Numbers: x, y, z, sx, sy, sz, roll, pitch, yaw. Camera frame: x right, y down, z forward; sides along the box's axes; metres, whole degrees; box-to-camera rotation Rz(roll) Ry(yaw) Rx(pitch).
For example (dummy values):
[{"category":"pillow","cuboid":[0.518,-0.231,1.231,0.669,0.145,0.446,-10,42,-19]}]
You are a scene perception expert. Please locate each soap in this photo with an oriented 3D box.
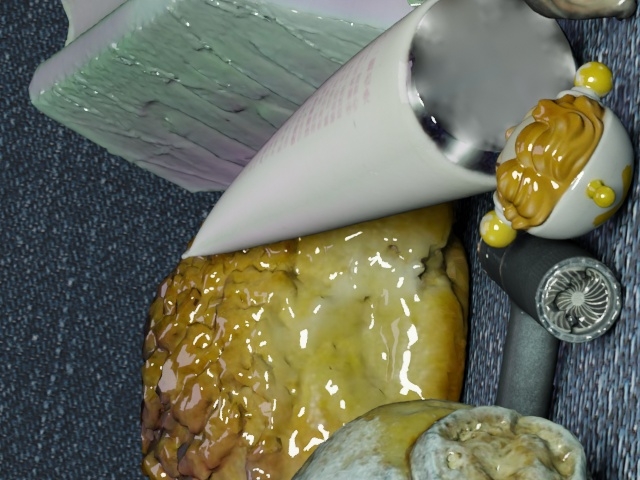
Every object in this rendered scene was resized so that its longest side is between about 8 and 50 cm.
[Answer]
[{"category":"soap","cuboid":[-0.027,-0.169,1.516,0.446,0.261,0.156,-22,45,58]}]

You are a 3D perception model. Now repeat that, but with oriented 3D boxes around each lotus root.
[{"category":"lotus root","cuboid":[0.036,0.215,0.971,0.175,0.175,0.349,-88,9,-54]}]

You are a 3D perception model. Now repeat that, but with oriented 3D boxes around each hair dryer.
[{"category":"hair dryer","cuboid":[0.112,0.090,1.026,0.173,0.050,0.194,-114,29,-83]}]

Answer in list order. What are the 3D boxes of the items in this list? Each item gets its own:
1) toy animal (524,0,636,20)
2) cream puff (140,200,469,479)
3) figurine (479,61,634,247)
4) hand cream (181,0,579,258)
[{"category":"toy animal","cuboid":[0.143,-0.295,1.006,0.168,0.106,0.343,113,162,-68]},{"category":"cream puff","cuboid":[-0.020,0.092,1.438,0.327,0.231,0.343,-84,5,-65]},{"category":"figurine","cuboid":[0.122,-0.035,0.988,0.101,0.068,0.143,-57,-3,-16]},{"category":"hand cream","cuboid":[0.034,-0.065,1.227,0.185,0.118,0.359,-45,10,-22]}]
